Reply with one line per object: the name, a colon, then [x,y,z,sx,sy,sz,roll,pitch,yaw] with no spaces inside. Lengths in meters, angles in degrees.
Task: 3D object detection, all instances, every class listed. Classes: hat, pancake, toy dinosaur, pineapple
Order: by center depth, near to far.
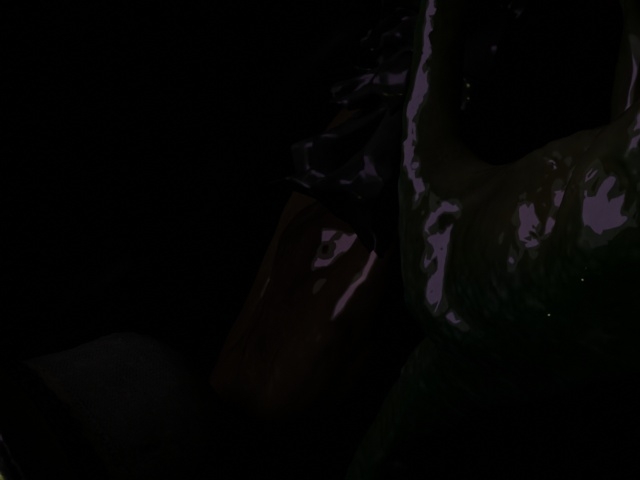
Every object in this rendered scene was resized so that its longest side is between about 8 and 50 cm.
toy dinosaur: [0.073,0.055,0.454,0.447,0.087,0.300,8,87,65]
pineapple: [0.068,-0.112,0.641,0.248,0.128,0.128,-62,16,10]
hat: [-0.108,0.119,0.737,0.130,0.257,0.257,-24,2,-22]
pancake: [0.000,0.000,0.795,0.242,0.050,0.242,-53,18,25]
